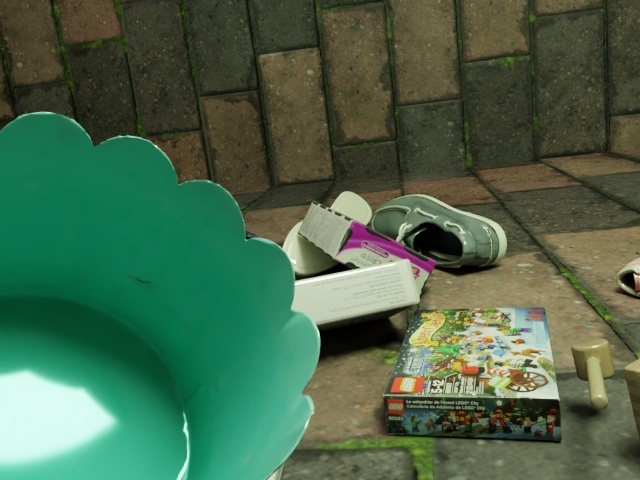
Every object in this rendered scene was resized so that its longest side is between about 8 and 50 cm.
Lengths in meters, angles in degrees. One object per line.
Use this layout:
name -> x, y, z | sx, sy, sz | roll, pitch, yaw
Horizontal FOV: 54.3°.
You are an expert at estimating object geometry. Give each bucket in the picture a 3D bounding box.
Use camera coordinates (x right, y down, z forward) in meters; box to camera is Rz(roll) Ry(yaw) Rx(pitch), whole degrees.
bucket -> -0.162, 0.083, 0.370 | 0.281, 0.281, 0.183 | -20, -25, -44

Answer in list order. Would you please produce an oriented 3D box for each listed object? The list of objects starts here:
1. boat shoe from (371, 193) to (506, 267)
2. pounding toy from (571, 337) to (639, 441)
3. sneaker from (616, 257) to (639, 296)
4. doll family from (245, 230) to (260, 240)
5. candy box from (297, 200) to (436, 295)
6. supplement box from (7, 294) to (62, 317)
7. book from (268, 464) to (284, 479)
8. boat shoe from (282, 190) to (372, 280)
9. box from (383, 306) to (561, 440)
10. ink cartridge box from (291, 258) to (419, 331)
boat shoe -> 0.189, -0.016, 1.162 | 0.099, 0.116, 0.320 | -11, 18, -35
pounding toy -> 0.300, 0.137, 0.509 | 0.181, 0.094, 0.206 | -18, 7, -22
sneaker -> 0.471, 0.055, 0.849 | 0.070, 0.050, 0.134 | -18, 13, -33
doll family -> -0.147, 0.012, 1.180 | 0.111, 0.076, 0.193 | 31, -17, 17
candy box -> 0.068, 0.010, 1.045 | 0.159, 0.071, 0.233 | 26, 3, -18
supplement box -> -0.200, 0.101, 0.601 | 0.114, 0.111, 0.220 | -13, -5, 40
book -> -0.083, 0.202, 0.547 | 0.096, 0.035, 0.144 | -2, 14, 7
boat shoe -> 0.003, 0.003, 1.228 | 0.091, 0.109, 0.305 | -49, -4, 38
box -> 0.168, 0.133, 0.678 | 0.159, 0.044, 0.233 | -3, 14, 17
ink cartridge box -> -0.045, 0.106, 0.871 | 0.297, 0.066, 0.261 | -10, -12, -14
